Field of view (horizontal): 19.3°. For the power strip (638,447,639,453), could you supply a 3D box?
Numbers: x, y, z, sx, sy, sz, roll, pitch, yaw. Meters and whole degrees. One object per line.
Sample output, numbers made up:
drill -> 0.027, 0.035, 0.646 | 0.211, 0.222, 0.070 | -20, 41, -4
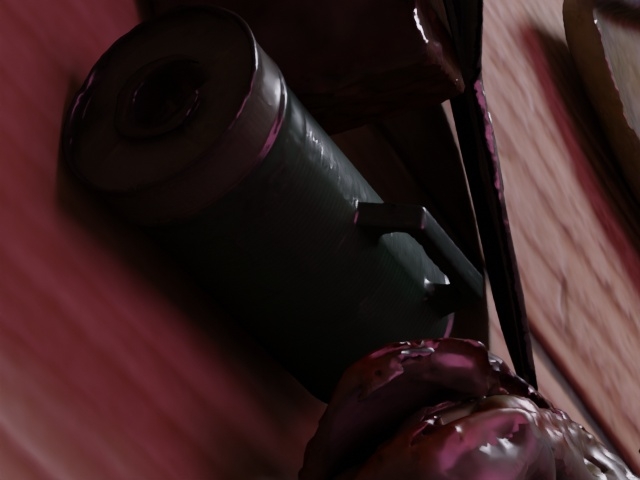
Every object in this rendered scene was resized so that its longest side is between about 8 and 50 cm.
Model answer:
power strip -> 0.182, 0.124, 0.769 | 0.136, 0.019, 0.051 | 41, -12, 49

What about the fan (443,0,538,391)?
fan -> 0.064, -0.074, 0.827 | 0.223, 0.012, 0.294 | -99, 177, -47

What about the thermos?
thermos -> -0.004, -0.001, 0.658 | 0.188, 0.083, 0.073 | 47, 11, -46

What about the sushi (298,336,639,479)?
sushi -> 0.092, 0.147, 0.706 | 0.332, 0.124, 0.130 | 37, 26, -49

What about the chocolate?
chocolate -> -0.024, -0.197, 0.732 | 0.112, 0.111, 0.321 | 20, 55, -70

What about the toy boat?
toy boat -> 0.256, -0.074, 1.271 | 0.293, 0.111, 0.276 | -36, 106, -53
